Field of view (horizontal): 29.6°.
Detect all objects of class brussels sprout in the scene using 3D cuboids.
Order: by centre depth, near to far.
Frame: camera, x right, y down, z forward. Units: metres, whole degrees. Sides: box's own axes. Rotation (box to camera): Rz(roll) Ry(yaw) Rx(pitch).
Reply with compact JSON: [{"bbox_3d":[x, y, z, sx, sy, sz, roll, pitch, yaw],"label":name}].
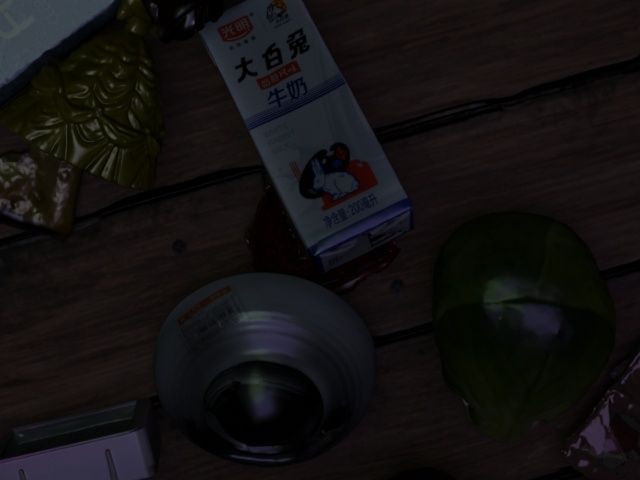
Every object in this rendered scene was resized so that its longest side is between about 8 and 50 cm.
[{"bbox_3d":[0.241,0.105,1.464,0.219,0.210,0.271,5,115,-2],"label":"brussels sprout"}]

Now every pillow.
[{"bbox_3d":[0.425,0.213,1.573,0.135,0.049,0.248,37,90,-11],"label":"pillow"}]

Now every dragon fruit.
[{"bbox_3d":[-0.001,0.001,1.484,0.161,0.120,0.127,-3,66,-26],"label":"dragon fruit"}]

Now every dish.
[{"bbox_3d":[-0.068,0.186,1.431,0.273,0.134,0.273,0,123,0],"label":"dish"}]

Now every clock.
[{"bbox_3d":[-0.296,0.256,1.456,0.197,0.150,0.063,-13,98,-3],"label":"clock"}]

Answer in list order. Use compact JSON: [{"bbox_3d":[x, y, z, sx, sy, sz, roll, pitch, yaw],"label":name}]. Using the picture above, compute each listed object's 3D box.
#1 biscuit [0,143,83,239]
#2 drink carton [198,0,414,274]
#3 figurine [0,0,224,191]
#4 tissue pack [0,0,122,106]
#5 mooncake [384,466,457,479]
[{"bbox_3d":[-0.361,-0.101,1.447,0.174,0.039,0.183,17,97,-6],"label":"biscuit"},{"bbox_3d":[-0.017,-0.130,1.385,0.130,0.106,0.315,-27,75,-3],"label":"drink carton"},{"bbox_3d":[-0.193,-0.231,1.324,0.187,0.168,0.315,28,101,-13],"label":"figurine"},{"bbox_3d":[-0.356,-0.304,1.379,0.316,0.103,0.228,-38,101,1],"label":"tissue pack"},{"bbox_3d":[0.090,0.408,1.457,0.290,0.290,0.161,-40,95,2],"label":"mooncake"}]
